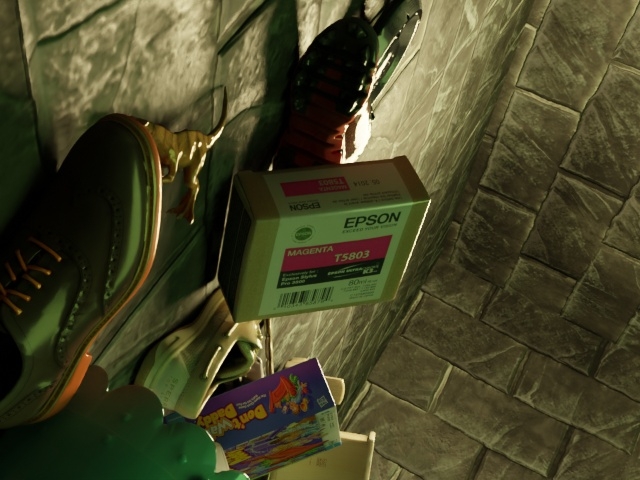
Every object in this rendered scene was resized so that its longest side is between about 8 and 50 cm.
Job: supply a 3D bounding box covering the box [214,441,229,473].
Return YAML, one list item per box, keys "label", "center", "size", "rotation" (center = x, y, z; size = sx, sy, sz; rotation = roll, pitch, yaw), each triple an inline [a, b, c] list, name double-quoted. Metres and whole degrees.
- label: "box"
  center: [-0.197, 0.353, 1.177]
  size: [0.181, 0.119, 0.182]
  rotation: [-65, -161, 7]

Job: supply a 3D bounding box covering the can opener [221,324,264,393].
- label: "can opener"
  center: [-0.114, 0.206, 1.490]
  size: [0.093, 0.074, 0.280]
  rotation: [-58, 167, -26]

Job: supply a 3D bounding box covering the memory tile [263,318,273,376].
- label: "memory tile"
  center: [-0.084, 0.196, 1.553]
  size: [0.113, 0.012, 0.148]
  rotation: [110, -22, -83]

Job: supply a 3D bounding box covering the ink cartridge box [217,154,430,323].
- label: "ink cartridge box"
  center: [0.000, 0.000, 1.193]
  size: [0.234, 0.088, 0.193]
  rotation: [-7, 139, -21]

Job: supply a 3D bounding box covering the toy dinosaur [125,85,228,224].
- label: "toy dinosaur"
  center: [-0.123, -0.080, 0.871]
  size: [0.112, 0.064, 0.211]
  rotation: [-68, 168, 15]

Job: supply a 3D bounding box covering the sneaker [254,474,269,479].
- label: "sneaker"
  center: [-0.165, 0.530, 1.896]
  size: [0.300, 0.111, 0.121]
  rotation: [-64, 172, 12]

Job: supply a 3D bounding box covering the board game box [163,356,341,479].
- label: "board game box"
  center: [-0.092, 0.296, 1.456]
  size: [0.233, 0.078, 0.347]
  rotation: [-21, 160, -5]

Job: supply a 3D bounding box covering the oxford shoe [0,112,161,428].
- label: "oxford shoe"
  center: [-0.202, 0.031, 0.710]
  size: [0.271, 0.097, 0.098]
  rotation: [-66, 162, 13]

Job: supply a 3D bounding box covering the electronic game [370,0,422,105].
- label: "electronic game"
  center: [0.080, -0.264, 1.372]
  size: [0.229, 0.048, 0.229]
  rotation: [-56, 173, -10]

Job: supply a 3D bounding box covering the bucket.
- label: "bucket"
  center: [-0.199, 0.267, 0.830]
  size: [0.183, 0.281, 0.281]
  rotation: [-50, 162, -36]

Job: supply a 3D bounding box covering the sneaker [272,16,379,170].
- label: "sneaker"
  center: [0.018, -0.171, 1.194]
  size: [0.135, 0.097, 0.276]
  rotation: [-50, 164, -47]

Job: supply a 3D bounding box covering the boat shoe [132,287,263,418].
- label: "boat shoe"
  center: [-0.128, 0.142, 1.233]
  size: [0.302, 0.098, 0.109]
  rotation: [-39, 153, -63]

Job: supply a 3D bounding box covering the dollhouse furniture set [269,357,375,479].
- label: "dollhouse furniture set"
  center: [0.023, 0.377, 2.024]
  size: [0.303, 0.198, 0.286]
  rotation: [-56, 154, -79]
